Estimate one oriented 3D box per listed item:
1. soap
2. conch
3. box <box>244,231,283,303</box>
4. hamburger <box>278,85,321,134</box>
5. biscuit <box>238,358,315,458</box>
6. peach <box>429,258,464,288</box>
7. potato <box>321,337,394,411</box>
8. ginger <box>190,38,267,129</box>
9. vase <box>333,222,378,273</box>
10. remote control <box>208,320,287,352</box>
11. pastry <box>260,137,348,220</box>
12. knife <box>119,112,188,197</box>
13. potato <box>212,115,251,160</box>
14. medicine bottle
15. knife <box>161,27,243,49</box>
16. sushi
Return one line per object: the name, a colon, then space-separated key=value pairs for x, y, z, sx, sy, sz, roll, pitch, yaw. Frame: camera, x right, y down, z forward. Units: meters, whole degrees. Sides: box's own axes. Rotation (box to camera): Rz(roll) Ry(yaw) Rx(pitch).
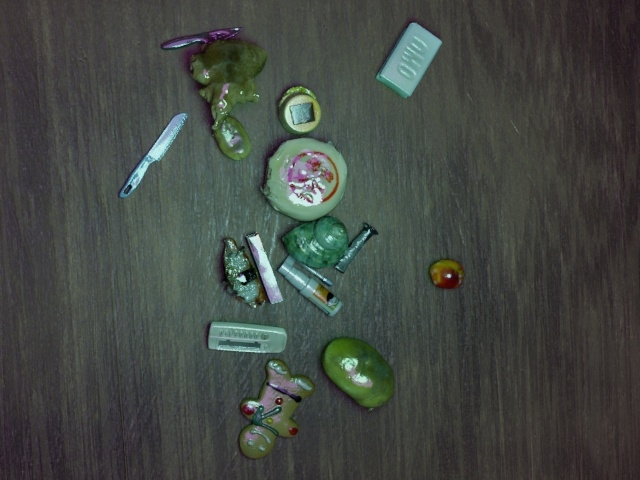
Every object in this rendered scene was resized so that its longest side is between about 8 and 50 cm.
soap: x=0.272 y=-0.553 z=1.975 sx=0.119 sy=0.066 sz=0.198 roll=31 pitch=86 yaw=-12
conch: x=-0.002 y=0.003 z=1.890 sx=0.176 sy=0.122 sz=0.188 roll=38 pitch=112 yaw=-26
box: x=-0.170 y=0.083 z=1.920 sx=0.040 sy=0.055 sz=0.218 roll=-21 pitch=97 yaw=-11
hamburger: x=-0.062 y=-0.384 z=1.910 sx=0.127 sy=0.081 sz=0.141 roll=-29 pitch=109 yaw=-6
biscuit: x=-0.145 y=0.523 z=1.946 sx=0.197 sy=0.049 sz=0.301 roll=31 pitch=87 yaw=-8
peach: x=0.393 y=0.105 z=2.013 sx=0.101 sy=0.101 sz=0.100 roll=0 pitch=92 yaw=-11
potato: x=0.114 y=0.395 z=1.945 sx=0.248 sy=0.143 sz=0.169 roll=38 pitch=47 yaw=-5
ginger: x=-0.272 y=-0.451 z=1.821 sx=0.219 sy=0.123 sz=0.270 roll=20 pitch=65 yaw=-9
vase: x=0.103 y=0.022 z=1.968 sx=0.059 sy=0.059 sz=0.167 roll=43 pitch=84 yaw=-9
remote control: x=-0.218 y=0.287 z=1.916 sx=0.230 sy=0.049 sz=0.090 roll=6 pitch=121 yaw=-12
pastry: x=-0.044 y=-0.182 z=1.897 sx=0.265 sy=0.133 sz=0.264 roll=0 pitch=90 yaw=-7
knife: x=-0.483 y=-0.248 z=1.866 sx=0.044 sy=0.019 sz=0.313 roll=35 pitch=85 yaw=-18
potato: x=-0.260 y=-0.300 z=1.879 sx=0.092 sy=0.070 sz=0.137 roll=-29 pitch=99 yaw=-10
medicine bottle: x=-0.027 y=0.132 z=1.951 sx=0.221 sy=0.061 sz=0.092 roll=39 pitch=60 yaw=-10
knife: x=-0.342 y=-0.589 z=1.879 sx=0.248 sy=0.018 sz=0.035 roll=-16 pitch=92 yaw=-11
sushi: x=-0.240 y=0.101 z=1.886 sx=0.097 sy=0.103 sz=0.226 roll=-22 pitch=94 yaw=7
